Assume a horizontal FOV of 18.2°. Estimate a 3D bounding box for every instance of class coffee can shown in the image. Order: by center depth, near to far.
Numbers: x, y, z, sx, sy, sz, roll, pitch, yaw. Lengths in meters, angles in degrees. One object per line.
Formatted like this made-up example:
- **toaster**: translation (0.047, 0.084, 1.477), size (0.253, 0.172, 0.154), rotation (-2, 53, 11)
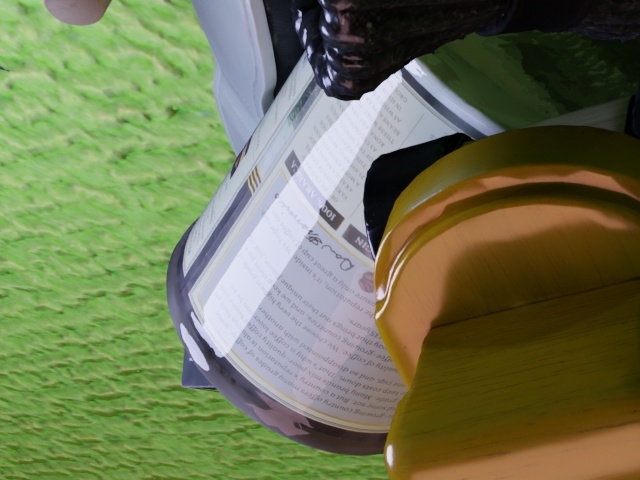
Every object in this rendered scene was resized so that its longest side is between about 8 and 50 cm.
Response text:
- **coffee can**: translation (0.054, -0.031, 1.195), size (0.202, 0.201, 0.275), rotation (24, 130, -14)

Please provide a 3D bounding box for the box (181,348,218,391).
- **box**: translation (0.063, 0.101, 1.553), size (0.270, 0.060, 0.216), rotation (12, 169, -39)

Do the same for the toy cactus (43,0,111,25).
- **toy cactus**: translation (-0.127, -0.200, 1.106), size (0.112, 0.180, 0.219), rotation (9, 144, 3)

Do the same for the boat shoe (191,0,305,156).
- **boat shoe**: translation (-0.024, -0.131, 1.298), size (0.114, 0.091, 0.302), rotation (58, 169, 23)

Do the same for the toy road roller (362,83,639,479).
- **toy road roller**: translation (0.143, 0.092, 0.976), size (0.203, 0.240, 0.329), rotation (-15, 118, 24)

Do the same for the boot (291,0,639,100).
- **boot**: translation (0.112, -0.139, 0.942), size (0.260, 0.131, 0.348), rotation (-16, 172, 2)
